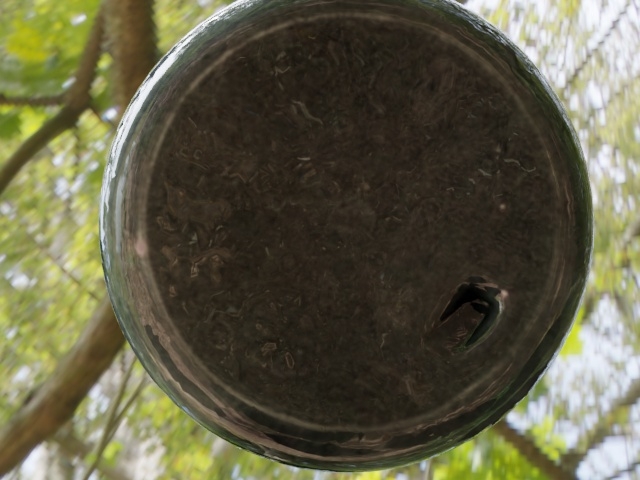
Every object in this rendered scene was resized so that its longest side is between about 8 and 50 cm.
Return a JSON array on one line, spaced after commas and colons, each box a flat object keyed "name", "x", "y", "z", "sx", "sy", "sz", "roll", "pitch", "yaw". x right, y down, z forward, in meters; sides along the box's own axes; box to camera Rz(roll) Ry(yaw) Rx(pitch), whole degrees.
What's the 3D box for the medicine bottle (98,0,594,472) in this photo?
[{"name": "medicine bottle", "x": 0.000, "y": 0.000, "z": 0.661, "sx": 0.141, "sy": 0.293, "sz": 0.141, "roll": 0, "pitch": -92, "yaw": -3}]
